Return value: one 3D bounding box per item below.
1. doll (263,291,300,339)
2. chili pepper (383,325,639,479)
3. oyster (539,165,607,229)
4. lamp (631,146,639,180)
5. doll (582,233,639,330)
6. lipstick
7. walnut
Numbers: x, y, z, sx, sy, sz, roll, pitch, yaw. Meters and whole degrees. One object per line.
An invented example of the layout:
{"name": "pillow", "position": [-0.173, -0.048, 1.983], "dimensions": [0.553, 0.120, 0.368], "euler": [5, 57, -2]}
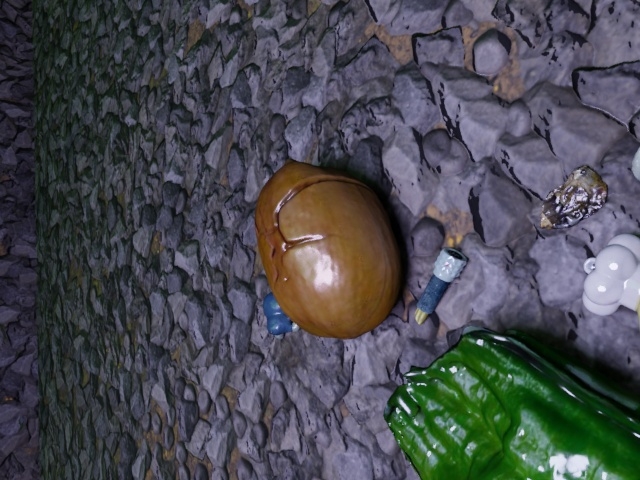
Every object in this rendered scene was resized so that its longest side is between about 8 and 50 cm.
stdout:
{"name": "doll", "position": [-0.071, 0.129, 0.937], "dimensions": [0.076, 0.050, 0.083], "euler": [-25, 66, 38]}
{"name": "chili pepper", "position": [0.228, 0.216, 0.532], "dimensions": [0.385, 0.167, 0.213], "euler": [14, 81, 59]}
{"name": "oyster", "position": [0.282, -0.043, 0.595], "dimensions": [0.083, 0.019, 0.054], "euler": [-50, 53, 31]}
{"name": "lamp", "position": [0.369, -0.034, 0.451], "dimensions": [0.106, 0.106, 0.193], "euler": [-59, 38, 25]}
{"name": "doll", "position": [0.331, 0.057, 0.502], "dimensions": [0.162, 0.062, 0.106], "euler": [34, 105, 45]}
{"name": "lipstick", "position": [0.156, 0.065, 0.712], "dimensions": [0.037, 0.037, 0.116], "euler": [47, 123, 39]}
{"name": "walnut", "position": [0.000, 0.000, 0.766], "dimensions": [0.203, 0.203, 0.298], "euler": [-41, 65, 36]}
